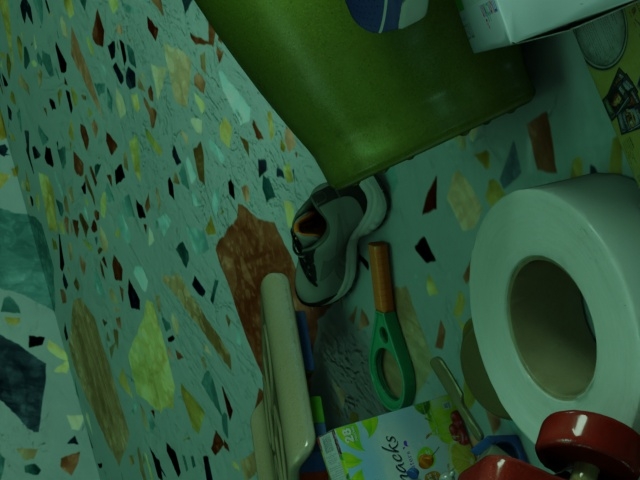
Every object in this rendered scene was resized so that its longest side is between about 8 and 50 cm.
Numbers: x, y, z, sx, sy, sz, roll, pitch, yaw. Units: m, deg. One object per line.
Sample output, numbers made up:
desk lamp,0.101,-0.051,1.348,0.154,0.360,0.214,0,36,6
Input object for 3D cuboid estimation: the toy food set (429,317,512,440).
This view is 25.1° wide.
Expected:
toy food set,0.209,0.143,1.662,0.132,0.038,0.192,61,145,16

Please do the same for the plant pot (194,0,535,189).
plant pot,0.049,-0.256,1.495,0.353,0.366,0.366,64,154,-1

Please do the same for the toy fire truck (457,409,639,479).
toy fire truck,0.259,0.297,1.356,0.254,0.302,0.169,124,167,-61

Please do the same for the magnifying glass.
magnifying glass,0.087,0.115,1.898,0.092,0.026,0.231,19,118,60

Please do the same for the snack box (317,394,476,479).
snack box,0.112,0.312,1.766,0.070,0.174,0.207,-44,62,62

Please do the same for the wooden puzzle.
wooden puzzle,-0.038,0.269,2.060,0.348,0.080,0.322,98,165,-47

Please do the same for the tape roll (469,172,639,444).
tape roll,0.266,0.079,1.436,0.286,0.100,0.286,36,132,53

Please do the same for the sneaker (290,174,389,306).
sneaker,0.000,0.000,1.927,0.100,0.108,0.271,61,151,27

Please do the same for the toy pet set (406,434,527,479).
toy pet set,0.186,0.271,1.709,0.122,0.065,0.114,38,140,0

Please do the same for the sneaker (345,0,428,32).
sneaker,-0.025,-0.314,1.210,0.127,0.182,0.315,48,159,51

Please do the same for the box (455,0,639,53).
box,0.165,-0.286,1.213,0.262,0.126,0.231,-99,-10,-83

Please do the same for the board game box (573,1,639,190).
board game box,0.322,-0.136,1.291,0.165,0.042,0.243,-45,61,60
